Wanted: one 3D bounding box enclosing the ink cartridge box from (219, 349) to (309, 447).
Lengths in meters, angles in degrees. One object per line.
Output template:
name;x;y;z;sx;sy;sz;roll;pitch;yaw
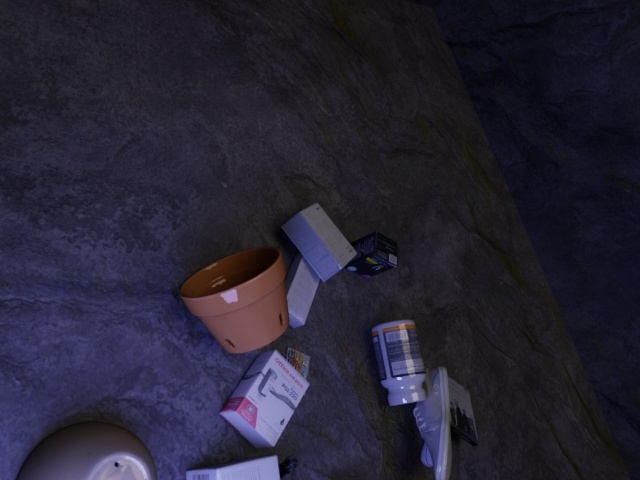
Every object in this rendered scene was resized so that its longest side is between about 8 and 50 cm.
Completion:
ink cartridge box;-0.151;0.441;1.510;0.158;0.092;0.218;49;46;-16

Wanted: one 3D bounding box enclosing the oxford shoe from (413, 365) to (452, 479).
oxford shoe;0.391;0.635;1.881;0.449;0.130;0.169;-80;165;-50

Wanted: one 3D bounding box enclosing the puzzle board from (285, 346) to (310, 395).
puzzle board;-0.073;0.404;1.669;0.096;0.011;0.128;30;53;-31

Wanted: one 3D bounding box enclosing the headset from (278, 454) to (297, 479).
headset;0.017;0.757;1.436;0.243;0.185;0.394;-30;70;-38

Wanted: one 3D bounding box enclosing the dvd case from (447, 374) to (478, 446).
dvd case;0.533;0.649;2.089;0.179;0.029;0.239;39;31;-25

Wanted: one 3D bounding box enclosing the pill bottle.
pill bottle;0.280;0.429;1.894;0.162;0.162;0.279;7;67;-42

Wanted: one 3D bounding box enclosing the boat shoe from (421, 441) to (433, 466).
boat shoe;0.430;0.715;1.965;0.083;0.075;0.226;40;47;-24

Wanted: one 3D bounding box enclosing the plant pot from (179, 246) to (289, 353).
plant pot;-0.212;0.170;1.474;0.291;0.290;0.204;-39;117;-47

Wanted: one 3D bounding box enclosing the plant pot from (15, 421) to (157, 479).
plant pot;-0.455;0.513;1.110;0.284;0.191;0.284;21;57;-36

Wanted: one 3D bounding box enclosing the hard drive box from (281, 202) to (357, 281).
hard drive box;0.000;0.000;1.818;0.232;0.089;0.181;53;24;1

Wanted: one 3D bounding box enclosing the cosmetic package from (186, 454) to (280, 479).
cosmetic package;-0.209;0.625;1.324;0.183;0.151;0.152;6;67;-41

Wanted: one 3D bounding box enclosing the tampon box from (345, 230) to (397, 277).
tampon box;0.187;0.056;1.983;0.120;0.161;0.102;26;55;-32

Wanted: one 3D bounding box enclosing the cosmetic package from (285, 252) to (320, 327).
cosmetic package;-0.070;0.157;1.755;0.099;0.060;0.239;43;46;-24
